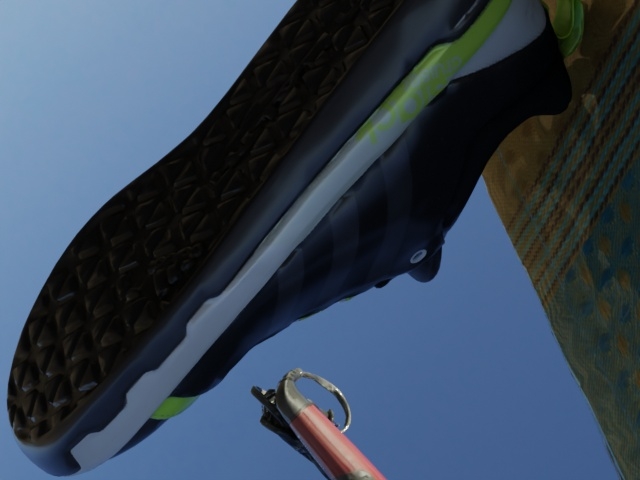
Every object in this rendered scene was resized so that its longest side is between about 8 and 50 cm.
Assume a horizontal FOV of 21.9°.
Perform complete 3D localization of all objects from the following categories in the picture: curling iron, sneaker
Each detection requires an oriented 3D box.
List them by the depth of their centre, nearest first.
[{"bbox_3d":[0.000,0.000,0.544,0.235,0.097,0.084,-47,-147,4],"label":"sneaker"},{"bbox_3d":[0.067,0.164,0.837,0.035,0.274,0.068,-48,166,12],"label":"curling iron"}]

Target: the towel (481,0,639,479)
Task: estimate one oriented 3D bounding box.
[{"bbox_3d":[0.120,-0.107,0.543,0.271,0.040,0.370,-62,-143,40],"label":"towel"}]
